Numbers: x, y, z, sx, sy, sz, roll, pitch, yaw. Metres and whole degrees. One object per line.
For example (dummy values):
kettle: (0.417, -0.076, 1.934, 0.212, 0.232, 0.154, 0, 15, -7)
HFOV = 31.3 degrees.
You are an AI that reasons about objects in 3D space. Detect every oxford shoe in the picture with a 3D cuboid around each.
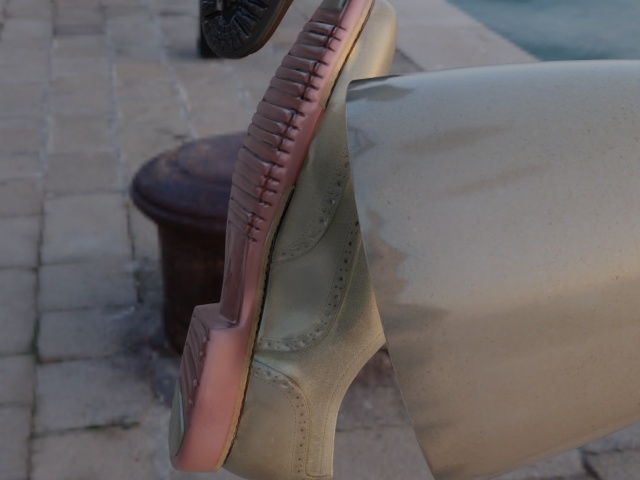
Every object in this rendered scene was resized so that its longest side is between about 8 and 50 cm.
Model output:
oxford shoe: (0.000, 0.000, 0.882, 0.147, 0.397, 0.140, 15, 12, -14)
oxford shoe: (-0.010, -0.226, 0.800, 0.083, 0.227, 0.096, 27, 3, 32)

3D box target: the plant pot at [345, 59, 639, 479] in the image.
plant pot: (0.180, -0.006, 0.677, 0.274, 0.256, 0.256, -14, 21, 11)
